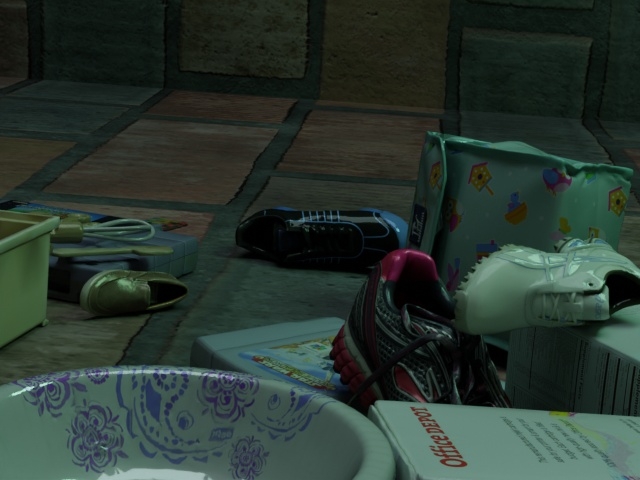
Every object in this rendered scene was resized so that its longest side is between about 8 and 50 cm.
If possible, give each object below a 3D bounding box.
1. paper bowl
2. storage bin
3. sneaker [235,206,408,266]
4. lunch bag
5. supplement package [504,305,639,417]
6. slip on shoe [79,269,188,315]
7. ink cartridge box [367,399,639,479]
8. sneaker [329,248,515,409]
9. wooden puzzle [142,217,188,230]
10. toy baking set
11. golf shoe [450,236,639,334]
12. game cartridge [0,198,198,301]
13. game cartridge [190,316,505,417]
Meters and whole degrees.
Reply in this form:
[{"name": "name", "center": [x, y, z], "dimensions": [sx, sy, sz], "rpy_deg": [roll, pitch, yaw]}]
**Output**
[{"name": "paper bowl", "center": [-0.099, 0.187, 0.921], "dimensions": [0.284, 0.148, 0.284], "rpy_deg": [4, 13, -1]}, {"name": "storage bin", "center": [-0.438, 0.043, 1.507], "dimensions": [0.260, 0.123, 0.262], "rpy_deg": [7, 14, 12]}, {"name": "sneaker", "center": [0.000, 0.000, 1.935], "dimensions": [0.232, 0.081, 0.090], "rpy_deg": [3, 14, 29]}, {"name": "lunch bag", "center": [0.190, -0.001, 1.650], "dimensions": [0.160, 0.223, 0.262], "rpy_deg": [2, 11, -44]}, {"name": "supplement package", "center": [0.288, 0.137, 1.244], "dimensions": [0.194, 0.149, 0.203], "rpy_deg": [-3, 15, -24]}, {"name": "slip on shoe", "center": [-0.207, 0.060, 1.671], "dimensions": [0.041, 0.051, 0.135], "rpy_deg": [12, 7, 41]}, {"name": "ink cartridge box", "center": [0.176, 0.190, 0.990], "dimensions": [0.278, 0.117, 0.201], "rpy_deg": [4, 6, -6]}, {"name": "sneaker", "center": [0.102, 0.128, 1.197], "dimensions": [0.121, 0.112, 0.299], "rpy_deg": [-1, 37, -33]}, {"name": "wooden puzzle", "center": [-0.229, -0.023, 2.111], "dimensions": [0.049, 0.006, 0.083], "rpy_deg": [12, 15, 31]}, {"name": "toy baking set", "center": [-0.306, -0.014, 1.754], "dimensions": [0.256, 0.030, 0.197], "rpy_deg": [14, 16, 37]}, {"name": "golf shoe", "center": [0.188, 0.040, 1.186], "dimensions": [0.176, 0.069, 0.086], "rpy_deg": [-16, 26, -30]}, {"name": "game cartridge", "center": [-0.356, 0.006, 1.846], "dimensions": [0.355, 0.068, 0.230], "rpy_deg": [9, 18, 22]}, {"name": "game cartridge", "center": [0.020, 0.137, 1.393], "dimensions": [0.198, 0.062, 0.297], "rpy_deg": [-2, 14, -41]}]
